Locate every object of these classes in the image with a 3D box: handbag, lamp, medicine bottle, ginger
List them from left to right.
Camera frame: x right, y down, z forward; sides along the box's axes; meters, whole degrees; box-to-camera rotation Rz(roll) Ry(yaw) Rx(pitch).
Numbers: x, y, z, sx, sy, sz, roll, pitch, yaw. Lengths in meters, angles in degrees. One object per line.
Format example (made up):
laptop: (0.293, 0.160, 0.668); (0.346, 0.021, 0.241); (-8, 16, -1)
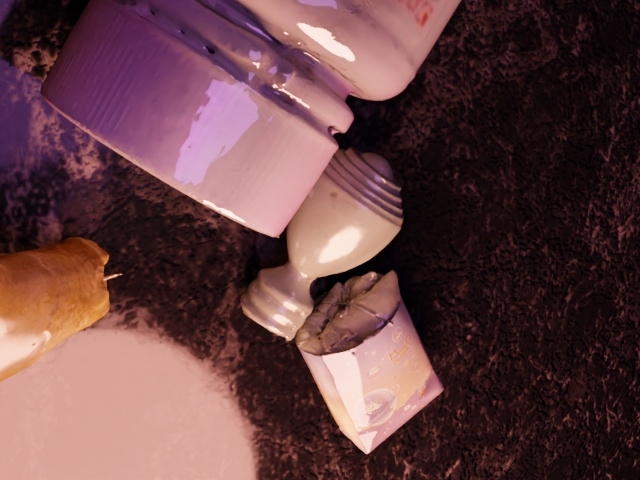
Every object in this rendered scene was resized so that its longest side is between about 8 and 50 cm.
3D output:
ginger: (-0.349, 0.081, 0.728); (0.375, 0.166, 0.236); (-47, 136, -16)
medicine bottle: (-0.036, -0.192, 0.727); (0.256, 0.256, 0.325); (32, 93, -31)
lamp: (0.000, 0.000, 0.907); (0.106, 0.106, 0.193); (32, 100, -31)
handbag: (0.045, 0.113, 0.974); (0.117, 0.095, 0.173); (-37, 128, -17)
